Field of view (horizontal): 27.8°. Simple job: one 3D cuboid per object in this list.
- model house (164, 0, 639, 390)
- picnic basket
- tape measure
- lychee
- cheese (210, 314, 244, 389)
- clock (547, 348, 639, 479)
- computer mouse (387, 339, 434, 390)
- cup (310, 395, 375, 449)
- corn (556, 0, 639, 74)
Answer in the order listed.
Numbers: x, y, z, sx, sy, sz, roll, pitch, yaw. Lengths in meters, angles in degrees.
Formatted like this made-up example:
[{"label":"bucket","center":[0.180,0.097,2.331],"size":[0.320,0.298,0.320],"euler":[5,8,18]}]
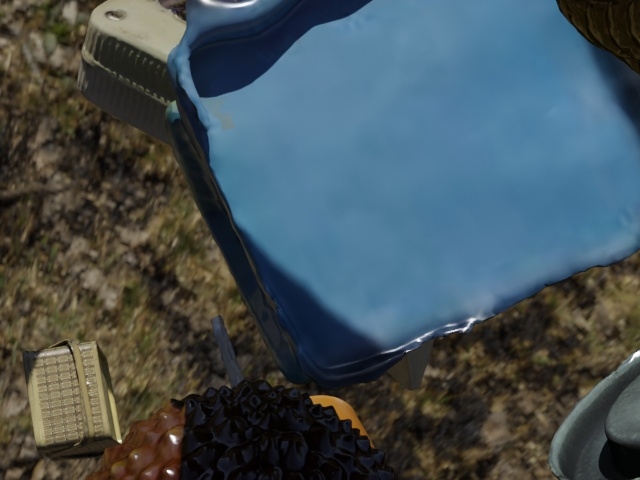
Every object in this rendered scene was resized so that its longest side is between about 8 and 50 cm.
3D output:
[{"label":"model house","center":[0.048,-0.045,0.782],"size":[0.237,0.303,0.215],"euler":[-26,85,-8]},{"label":"picnic basket","center":[-0.271,0.179,1.421],"size":[0.079,0.164,0.115],"euler":[-11,76,-7]},{"label":"tape measure","center":[-0.103,-0.207,1.401],"size":[0.231,0.133,0.271],"euler":[27,33,11]},{"label":"lychee","center":[-0.058,0.241,0.875],"size":[0.267,0.267,0.267],"euler":[9,59,-16]},{"label":"cheese","center":[-0.062,0.186,1.221],"size":[0.054,0.127,0.251],"euler":[-17,109,-1]},{"label":"clock","center":[0.386,0.136,1.152],"size":[0.386,0.386,0.076],"euler":[-36,95,-33]},{"label":"computer mouse","center":[0.101,0.098,1.698],"size":[0.079,0.231,0.128],"euler":[-30,56,-18]},{"label":"cup","center":[0.009,0.346,1.607],"size":[0.182,0.226,0.264],"euler":[1,31,-33]},{"label":"corn","center":[0.127,-0.088,0.238],"size":[0.119,0.322,0.119],"euler":[-1,93,-15]}]
